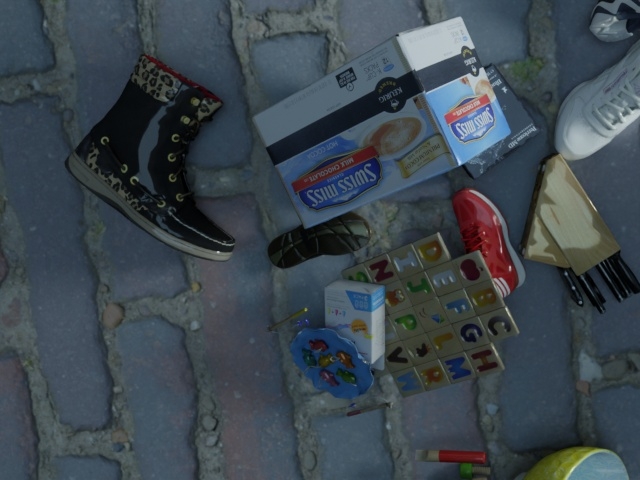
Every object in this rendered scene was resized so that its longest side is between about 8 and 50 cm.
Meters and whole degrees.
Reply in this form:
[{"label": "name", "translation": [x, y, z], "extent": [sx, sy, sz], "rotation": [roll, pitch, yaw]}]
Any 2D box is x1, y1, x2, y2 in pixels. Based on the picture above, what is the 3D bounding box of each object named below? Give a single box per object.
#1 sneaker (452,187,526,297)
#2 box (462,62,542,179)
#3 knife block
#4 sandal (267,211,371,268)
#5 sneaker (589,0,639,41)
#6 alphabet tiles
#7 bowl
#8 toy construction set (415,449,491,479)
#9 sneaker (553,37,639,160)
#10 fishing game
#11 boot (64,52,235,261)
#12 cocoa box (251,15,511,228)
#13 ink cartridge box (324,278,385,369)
[{"label": "sneaker", "translation": [0.298, 0.015, 1.551], "extent": [0.087, 0.128, 0.221], "rotation": [-32, 93, 46]}, {"label": "box", "translation": [0.302, -0.222, 1.548], "extent": [0.156, 0.093, 0.158], "rotation": [-37, 93, 10]}, {"label": "knife block", "translation": [0.508, -0.009, 1.553], "extent": [0.242, 0.088, 0.275], "rotation": [12, 98, 4]}, {"label": "sandal", "translation": [0.000, 0.000, 1.635], "extent": [0.219, 0.060, 0.090], "rotation": [-22, 88, 23]}, {"label": "sneaker", "translation": [0.592, -0.449, 1.446], "extent": [0.094, 0.235, 0.153], "rotation": [26, 67, -34]}, {"label": "alphabet tiles", "translation": [0.191, 0.150, 1.581], "extent": [0.343, 0.011, 0.285], "rotation": [-24, 94, 33]}, {"label": "bowl", "translation": [0.448, 0.520, 1.578], "extent": [0.156, 0.289, 0.289], "rotation": [6, 101, 50]}, {"label": "toy construction set", "translation": [0.208, 0.565, 1.616], "extent": [0.237, 0.257, 0.308], "rotation": [-2, 76, 19]}, {"label": "sneaker", "translation": [0.540, -0.269, 1.484], "extent": [0.114, 0.152, 0.305], "rotation": [42, 101, -2]}, {"label": "fishing game", "translation": [0.018, 0.247, 1.613], "extent": [0.189, 0.041, 0.264], "rotation": [-27, 107, 46]}, {"label": "boot", "translation": [-0.279, -0.158, 1.610], "extent": [0.377, 0.138, 0.284], "rotation": [34, 100, 7]}, {"label": "cocoa box", "translation": [0.104, -0.199, 1.439], "extent": [0.347, 0.231, 0.228], "rotation": [-21, 96, 40]}, {"label": "ink cartridge box", "translation": [0.068, 0.174, 1.614], "extent": [0.104, 0.061, 0.181], "rotation": [8, 109, 28]}]
